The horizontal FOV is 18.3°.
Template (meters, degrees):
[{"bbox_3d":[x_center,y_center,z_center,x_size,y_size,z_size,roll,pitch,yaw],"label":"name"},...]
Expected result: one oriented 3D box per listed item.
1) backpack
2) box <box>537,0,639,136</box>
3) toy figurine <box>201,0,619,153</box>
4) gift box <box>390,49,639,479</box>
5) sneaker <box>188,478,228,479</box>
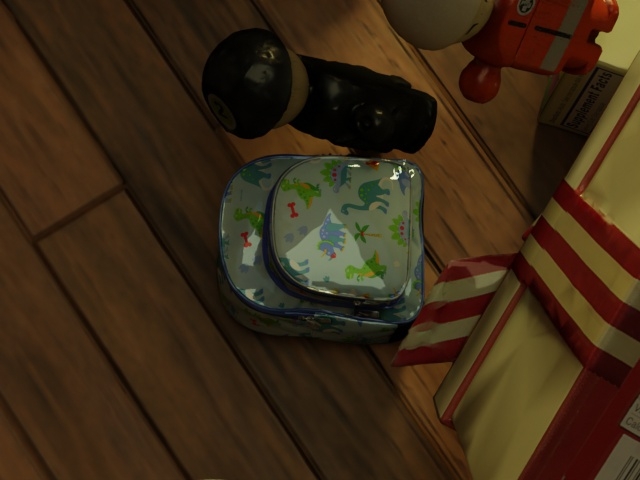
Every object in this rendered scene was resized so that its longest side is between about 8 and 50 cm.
[{"bbox_3d":[0.000,0.000,1.095,0.114,0.084,0.105,2,72,-1],"label":"backpack"},{"bbox_3d":[0.274,-0.145,1.141,0.243,0.117,0.213,17,74,-1],"label":"box"},{"bbox_3d":[0.034,-0.161,1.066,0.148,0.213,0.209,7,70,-43],"label":"toy figurine"},{"bbox_3d":[0.194,0.073,0.988,0.255,0.258,0.276,34,99,-8],"label":"gift box"},{"bbox_3d":[0.025,0.232,1.019,0.299,0.112,0.121,41,75,7],"label":"sneaker"}]
